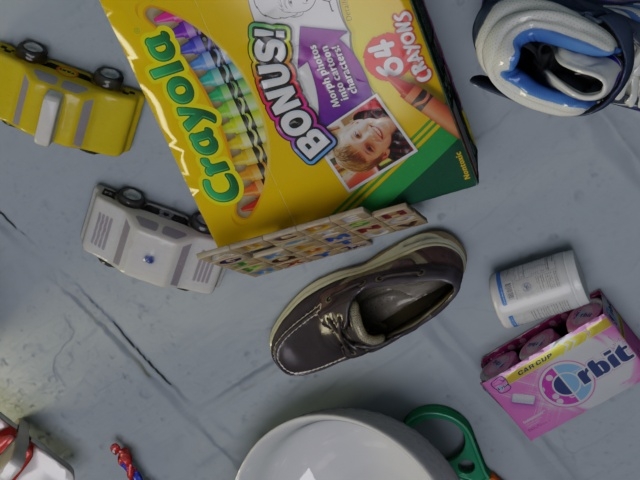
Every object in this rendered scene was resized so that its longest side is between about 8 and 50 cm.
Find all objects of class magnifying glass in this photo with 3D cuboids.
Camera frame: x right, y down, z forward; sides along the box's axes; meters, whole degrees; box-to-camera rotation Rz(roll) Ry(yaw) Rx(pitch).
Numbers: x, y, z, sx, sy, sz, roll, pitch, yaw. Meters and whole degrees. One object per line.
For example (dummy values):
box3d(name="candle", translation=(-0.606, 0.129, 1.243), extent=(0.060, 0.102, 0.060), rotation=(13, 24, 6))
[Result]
box3d(name="magnifying glass", translation=(0.200, 0.302, 1.733), extent=(0.231, 0.026, 0.092), rotation=(41, 115, -16))

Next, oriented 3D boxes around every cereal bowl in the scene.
box3d(name="cereal bowl", translation=(0.056, 0.375, 1.685), extent=(0.338, 0.141, 0.339), rotation=(3, 95, 31))

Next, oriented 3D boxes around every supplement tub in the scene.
box3d(name="supplement tub", translation=(0.262, 0.059, 1.567), extent=(0.107, 0.071, 0.071), rotation=(-18, 115, 15))

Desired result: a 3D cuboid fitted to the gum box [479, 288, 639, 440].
box3d(name="gum box", translation=(0.298, 0.158, 1.621), extent=(0.188, 0.062, 0.107), rotation=(-34, 110, 21))

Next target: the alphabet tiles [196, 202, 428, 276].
box3d(name="alphabet tiles", translation=(0.000, 0.000, 1.512), extent=(0.237, 0.198, 0.009), rotation=(-15, 78, 14))

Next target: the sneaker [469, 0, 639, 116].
box3d(name="sneaker", translation=(0.310, -0.170, 1.342), extent=(0.322, 0.236, 0.130), rotation=(18, 119, -3))

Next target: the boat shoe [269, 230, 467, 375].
box3d(name="boat shoe", translation=(0.052, 0.089, 1.593), extent=(0.285, 0.092, 0.103), rotation=(-29, 111, 20))

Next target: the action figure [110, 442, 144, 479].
box3d(name="action figure", translation=(-0.254, 0.321, 1.785), extent=(0.030, 0.038, 0.115), rotation=(-26, 114, 0))

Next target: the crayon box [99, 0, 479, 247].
box3d(name="crayon box", translation=(-0.030, -0.189, 1.444), extent=(0.313, 0.106, 0.363), rotation=(-17, 115, 15))

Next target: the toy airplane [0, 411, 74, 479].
box3d(name="toy airplane", translation=(-0.508, 0.394, 1.719), extent=(0.386, 0.272, 0.385), rotation=(2, 118, 5))

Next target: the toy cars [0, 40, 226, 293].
box3d(name="toy cars", translation=(-0.253, -0.071, 1.544), extent=(0.176, 0.087, 0.394), rotation=(-25, 113, 19))
